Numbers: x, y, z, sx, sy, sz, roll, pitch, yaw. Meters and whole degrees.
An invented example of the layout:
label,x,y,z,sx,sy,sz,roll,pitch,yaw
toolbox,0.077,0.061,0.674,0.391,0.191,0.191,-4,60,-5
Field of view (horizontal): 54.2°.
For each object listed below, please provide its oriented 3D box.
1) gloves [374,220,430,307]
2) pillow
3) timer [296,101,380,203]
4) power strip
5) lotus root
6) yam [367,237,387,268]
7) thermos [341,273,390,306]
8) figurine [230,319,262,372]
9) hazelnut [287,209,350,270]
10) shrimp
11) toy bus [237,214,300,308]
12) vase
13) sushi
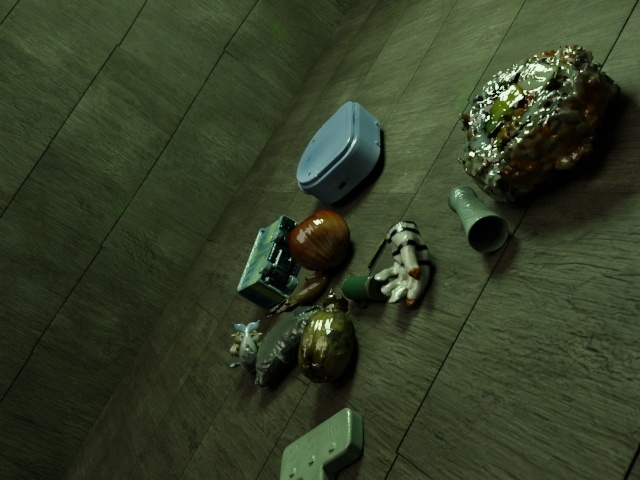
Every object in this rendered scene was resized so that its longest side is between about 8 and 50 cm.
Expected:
label,x,y,z,sx,sy,sz,roll,pitch,yaw
gloves,0.226,0.066,1.621,0.140,0.131,0.218,-30,64,44
pillow,-0.104,0.321,1.957,0.335,0.093,0.161,-48,28,19
timer,0.066,-0.303,2.351,0.395,0.173,0.394,-43,27,29
power strip,-0.003,0.538,1.499,0.265,0.059,0.193,-42,26,30
lotus root,0.023,0.263,1.717,0.154,0.154,0.278,-35,31,42
yam,0.170,0.038,1.885,0.107,0.014,0.014,-60,22,-8
thermos,0.122,0.139,1.785,0.073,0.083,0.188,-41,14,-23
figurine,-0.247,0.361,2.126,0.184,0.129,0.208,-116,24,-67
hazelnut,0.005,0.006,2.079,0.210,0.210,0.186,-56,-2,1
shrimp,-0.068,0.187,2.112,0.262,0.066,0.117,-32,15,19
toy bus,-0.171,0.080,2.348,0.190,0.152,0.312,-29,36,49
vase,0.371,-0.061,1.512,0.096,0.096,0.219,-49,20,17
sushi,0.483,-0.277,1.455,0.417,0.176,0.417,-44,25,27
